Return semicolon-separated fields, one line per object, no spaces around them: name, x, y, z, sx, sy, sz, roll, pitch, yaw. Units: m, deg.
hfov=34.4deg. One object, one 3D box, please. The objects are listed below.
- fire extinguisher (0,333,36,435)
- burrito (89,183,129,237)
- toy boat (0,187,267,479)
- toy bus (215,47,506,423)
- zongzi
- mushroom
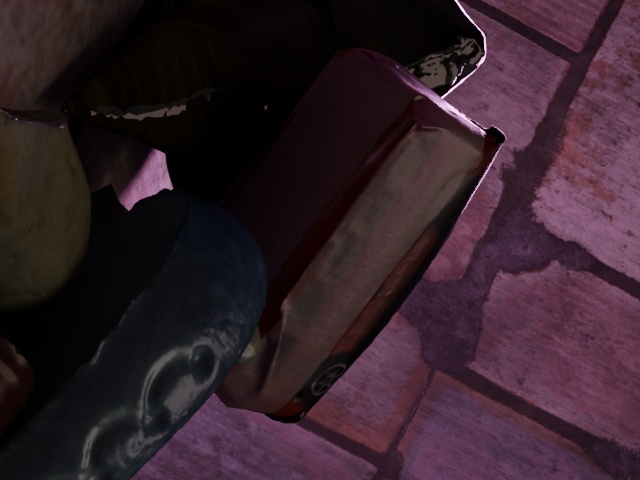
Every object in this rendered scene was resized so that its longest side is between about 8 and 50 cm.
fire extinguisher;-0.271;0.160;0.470;0.147;0.106;0.337;82;29;-48
burrito;-0.130;0.013;0.883;0.229;0.089;0.144;0;159;-45
toy boat;-0.163;0.112;0.696;0.330;0.123;0.215;-46;-155;-10
toy bus;0.000;0.000;0.808;0.302;0.127;0.147;-52;143;12
zongzi;-0.117;-0.089;0.942;0.432;0.208;0.403;-29;173;-41
mushroom;-0.172;-0.023;0.548;0.333;0.087;0.107;120;-10;-69
